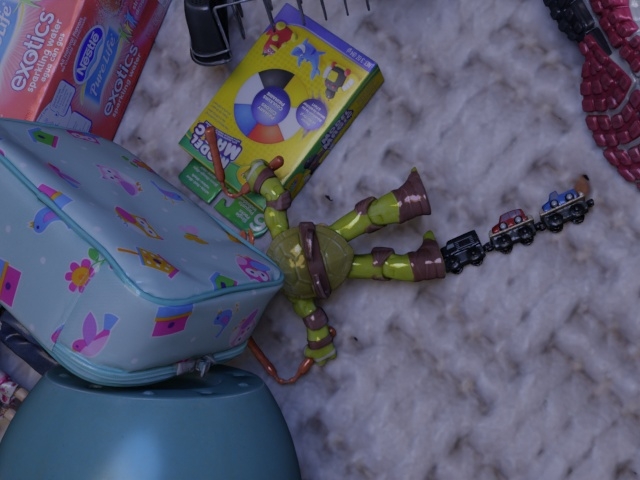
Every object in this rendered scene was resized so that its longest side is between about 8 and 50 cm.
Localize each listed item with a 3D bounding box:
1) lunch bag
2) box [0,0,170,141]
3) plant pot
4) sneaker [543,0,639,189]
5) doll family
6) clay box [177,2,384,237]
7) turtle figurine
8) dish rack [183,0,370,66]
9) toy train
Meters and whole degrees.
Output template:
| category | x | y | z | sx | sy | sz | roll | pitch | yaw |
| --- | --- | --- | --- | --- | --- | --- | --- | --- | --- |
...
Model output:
| category | x | y | z | sx | sy | sz | roll | pitch | yaw |
| --- | --- | --- | --- | --- | --- | --- | --- | --- | --- |
| lunch bag | -0.176 | 0.006 | 0.721 | 0.279 | 0.224 | 0.108 | 38 | 106 | 21 |
| box | -0.301 | -0.187 | 0.917 | 0.142 | 0.154 | 0.300 | 20 | 86 | 16 |
| plant pot | -0.146 | 0.227 | 0.709 | 0.293 | 0.293 | 0.235 | 4 | 92 | 14 |
| sneaker | 0.309 | -0.185 | 0.794 | 0.112 | 0.121 | 0.299 | -14 | 83 | -21 |
| doll family | -0.319 | 0.069 | 0.910 | 0.163 | 0.118 | 0.263 | 35 | 107 | 11 |
| clay box | -0.051 | -0.125 | 0.897 | 0.127 | 0.053 | 0.222 | 37 | 89 | 17 |
| turtle figurine | 0.000 | 0.000 | 0.816 | 0.217 | 0.087 | 0.269 | -16 | 97 | 2 |
| dish rack | -0.016 | -0.297 | 0.879 | 0.271 | 0.074 | 0.208 | -12 | 51 | 5 |
| toy train | 0.191 | -0.012 | 0.833 | 0.158 | 0.027 | 0.036 | -23 | 64 | 9 |
